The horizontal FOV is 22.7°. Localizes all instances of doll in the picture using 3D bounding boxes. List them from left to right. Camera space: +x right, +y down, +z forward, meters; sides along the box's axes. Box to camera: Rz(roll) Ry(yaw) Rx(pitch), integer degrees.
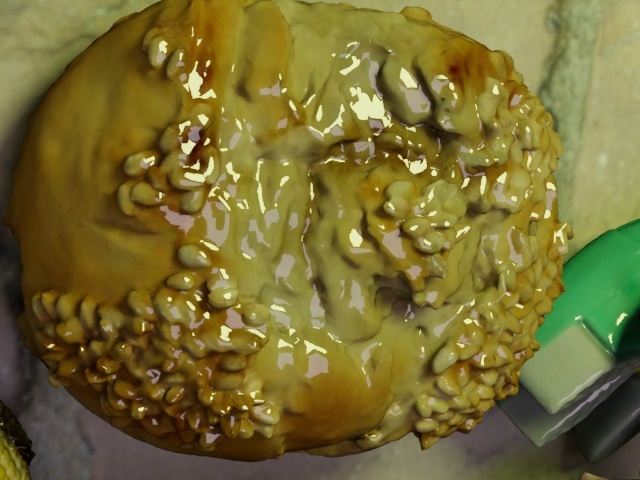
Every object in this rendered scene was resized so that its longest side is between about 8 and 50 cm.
[{"bbox_3d":[0.228,0.040,0.945,0.258,0.153,0.195,-45,156,7],"label":"doll"}]

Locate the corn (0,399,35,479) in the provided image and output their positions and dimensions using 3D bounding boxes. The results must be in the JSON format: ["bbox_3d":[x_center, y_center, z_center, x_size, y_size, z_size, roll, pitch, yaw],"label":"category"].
[{"bbox_3d":[-0.211,0.072,0.797,0.072,0.072,0.203,-38,119,-11],"label":"corn"}]

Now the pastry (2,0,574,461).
[{"bbox_3d":[0.000,0.000,0.824,0.311,0.162,0.255,1,107,-25],"label":"pastry"}]

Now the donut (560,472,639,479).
[{"bbox_3d":[0.182,0.244,0.985,0.233,0.085,0.199,40,91,0],"label":"donut"}]
